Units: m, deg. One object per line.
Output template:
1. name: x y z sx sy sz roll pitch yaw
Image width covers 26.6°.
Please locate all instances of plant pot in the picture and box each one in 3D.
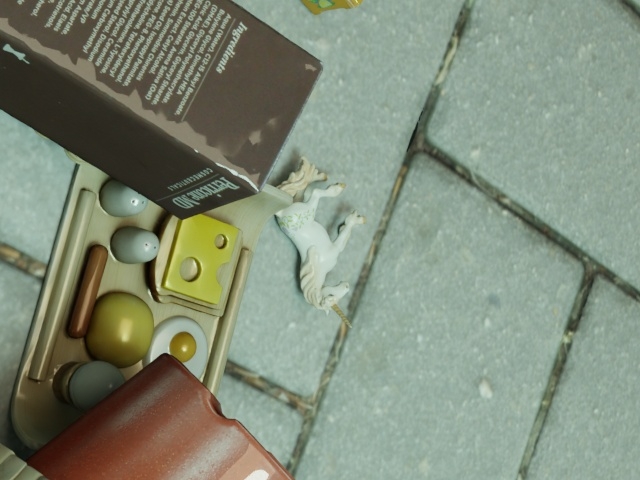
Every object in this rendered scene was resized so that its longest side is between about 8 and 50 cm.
1. plant pot: -0.156 0.254 1.131 0.265 0.272 0.272 -43 117 -10

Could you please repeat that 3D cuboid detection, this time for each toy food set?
1. toy food set: -0.148 0.069 1.288 0.219 0.092 0.306 21 79 -36

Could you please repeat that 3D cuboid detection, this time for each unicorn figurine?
1. unicorn figurine: 0.000 0.000 1.430 0.162 0.060 0.111 48 63 -11

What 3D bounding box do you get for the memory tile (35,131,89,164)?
1. memory tile: -0.237 -0.149 1.226 0.148 0.012 0.113 36 69 -8

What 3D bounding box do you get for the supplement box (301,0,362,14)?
1. supplement box: 0.052 -0.349 1.439 0.080 0.078 0.233 44 66 -30

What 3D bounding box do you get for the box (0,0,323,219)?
1. box: -0.211 -0.175 1.119 0.381 0.191 0.143 30 72 -19

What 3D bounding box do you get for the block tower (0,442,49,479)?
1. block tower: -0.298 0.178 1.018 0.097 0.335 0.091 -47 142 -27
